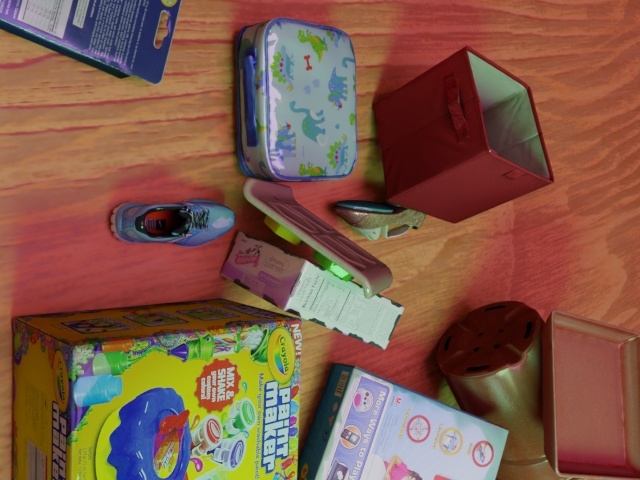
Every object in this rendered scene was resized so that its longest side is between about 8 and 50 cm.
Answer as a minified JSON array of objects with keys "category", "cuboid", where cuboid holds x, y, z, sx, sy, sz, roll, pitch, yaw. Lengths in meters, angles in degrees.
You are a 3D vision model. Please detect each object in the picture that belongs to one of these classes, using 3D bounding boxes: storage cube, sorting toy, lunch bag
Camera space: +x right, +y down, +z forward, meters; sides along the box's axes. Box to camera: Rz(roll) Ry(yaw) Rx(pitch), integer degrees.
[{"category":"storage cube","cuboid":[0.224,-0.155,1.020,0.215,0.193,0.184,14,61,-43]},{"category":"sorting toy","cuboid":[0.000,0.000,0.842,0.038,0.208,0.193,-52,169,10]},{"category":"lunch bag","cuboid":[-0.035,-0.191,0.889,0.176,0.090,0.219,-8,99,-42]}]

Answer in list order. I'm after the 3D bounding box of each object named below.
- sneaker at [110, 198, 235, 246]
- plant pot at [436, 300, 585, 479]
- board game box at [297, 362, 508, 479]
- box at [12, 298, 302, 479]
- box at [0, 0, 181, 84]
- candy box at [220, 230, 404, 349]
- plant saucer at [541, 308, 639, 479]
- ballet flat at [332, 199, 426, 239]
[{"category":"sneaker","cuboid":[-0.171,-0.018,0.794,0.162,0.073,0.064,-7,98,-41]},{"category":"plant pot","cuboid":[0.364,0.274,1.188,0.272,0.272,0.265,-46,114,-29]},{"category":"board game box","cuboid":[0.113,0.390,1.004,0.301,0.086,0.308,26,76,-17]},{"category":"box","cuboid":[-0.184,0.230,0.738,0.279,0.177,0.290,-2,95,-43]},{"category":"box","cuboid":[-0.268,-0.273,0.710,0.225,0.036,0.137,17,83,-40]},{"category":"candy box","cuboid":[-0.012,0.068,0.878,0.196,0.164,0.070,27,87,-39]},{"category":"plant saucer","cuboid":[0.459,0.266,1.082,0.259,0.047,0.259,15,70,-30]},{"category":"ballet flat","cuboid":[0.102,-0.034,1.043,0.206,0.073,0.067,-6,112,-38]}]
